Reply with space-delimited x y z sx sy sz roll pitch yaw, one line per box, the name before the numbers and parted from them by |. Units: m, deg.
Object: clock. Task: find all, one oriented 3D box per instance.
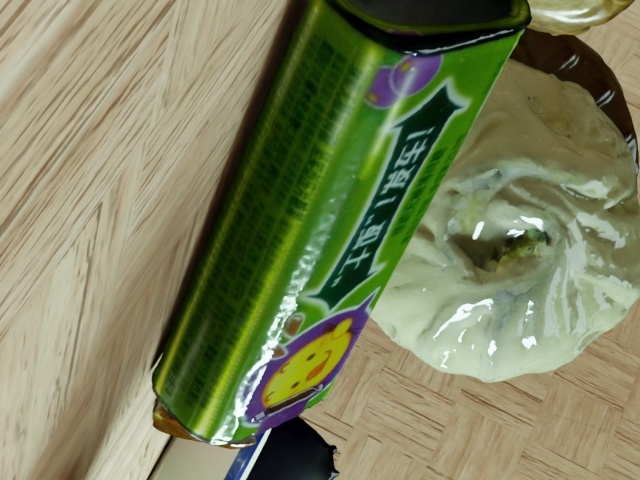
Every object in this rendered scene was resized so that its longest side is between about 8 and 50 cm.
clock | -0.130 0.259 1.433 0.230 0.083 0.230 -62 174 -11

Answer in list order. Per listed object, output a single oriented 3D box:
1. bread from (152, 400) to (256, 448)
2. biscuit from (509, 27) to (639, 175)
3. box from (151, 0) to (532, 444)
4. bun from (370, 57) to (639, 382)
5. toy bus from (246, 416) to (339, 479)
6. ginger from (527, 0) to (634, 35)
bread | -0.097 0.126 1.100 0.062 0.109 0.043 41 64 -42
biscuit | 0.222 -0.092 1.643 0.115 0.268 0.366 -73 164 -71
box | 0.000 -0.023 0.890 0.134 0.097 0.346 -20 148 -40
bun | 0.173 -0.013 1.502 0.211 0.359 0.360 -75 -170 -72
toy bus | -0.130 0.365 1.658 0.386 0.171 0.162 -63 -173 -9
ginger | 0.185 -0.305 1.122 0.357 0.152 0.274 98 -10 -50
